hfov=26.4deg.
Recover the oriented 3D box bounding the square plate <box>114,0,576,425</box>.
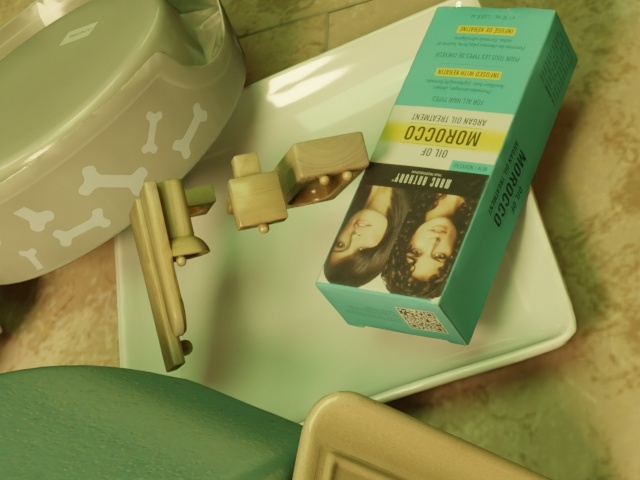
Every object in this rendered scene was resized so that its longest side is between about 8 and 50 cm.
[{"bbox_3d":[0.000,0.000,1.052,0.347,0.049,0.344,-21,50,15],"label":"square plate"}]

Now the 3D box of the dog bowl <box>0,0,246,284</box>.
[{"bbox_3d":[-0.214,-0.106,1.153,0.348,0.102,0.349,-26,32,18],"label":"dog bowl"}]

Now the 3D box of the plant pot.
[{"bbox_3d":[-0.119,0.208,0.830,0.247,0.248,0.252,16,26,36],"label":"plant pot"}]

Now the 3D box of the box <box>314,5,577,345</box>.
[{"bbox_3d":[0.092,-0.052,0.962,0.100,0.060,0.244,8,63,33],"label":"box"}]

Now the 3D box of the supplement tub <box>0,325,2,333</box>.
[{"bbox_3d":[-0.413,0.121,1.107,0.272,0.191,0.191,-50,49,-9],"label":"supplement tub"}]

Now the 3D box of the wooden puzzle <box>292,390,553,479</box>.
[{"bbox_3d":[0.061,0.231,0.766,0.044,0.221,0.239,-28,42,54],"label":"wooden puzzle"}]

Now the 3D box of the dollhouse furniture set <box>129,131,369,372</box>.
[{"bbox_3d":[-0.043,0.011,0.970,0.151,0.144,0.123,-12,82,-14],"label":"dollhouse furniture set"}]
